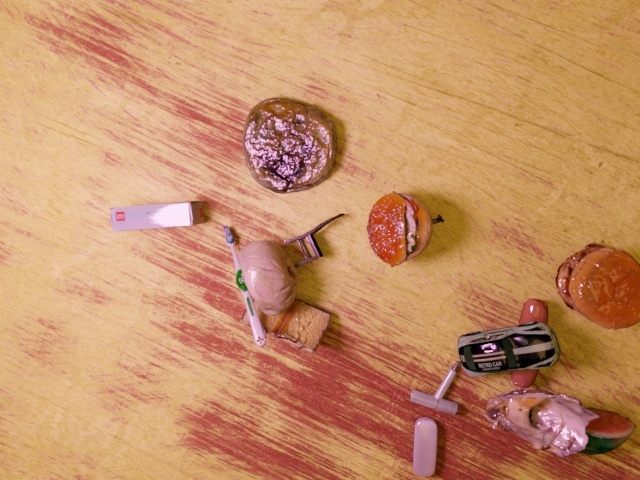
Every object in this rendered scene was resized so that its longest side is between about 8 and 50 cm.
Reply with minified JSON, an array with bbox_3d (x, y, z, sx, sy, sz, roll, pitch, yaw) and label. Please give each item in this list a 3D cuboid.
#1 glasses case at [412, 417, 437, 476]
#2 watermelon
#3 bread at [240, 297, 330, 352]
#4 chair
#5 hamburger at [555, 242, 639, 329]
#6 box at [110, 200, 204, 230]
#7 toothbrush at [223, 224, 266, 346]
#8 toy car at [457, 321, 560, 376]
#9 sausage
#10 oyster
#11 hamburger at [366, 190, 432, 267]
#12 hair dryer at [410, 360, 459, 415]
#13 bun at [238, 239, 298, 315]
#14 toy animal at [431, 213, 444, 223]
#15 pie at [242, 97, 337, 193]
[{"bbox_3d":[0.345,0.682,1.642,0.076,0.049,0.197,1,95,6],"label":"glasses case"},{"bbox_3d":[0.873,0.631,1.569,0.231,0.128,0.146,8,113,3],"label":"watermelon"},{"bbox_3d":[-0.112,0.264,1.616,0.266,0.141,0.178,23,58,7],"label":"bread"},{"bbox_3d":[0.000,0.000,1.597,0.213,0.084,0.101,-24,89,7],"label":"chair"},{"bbox_3d":[0.850,0.135,1.487,0.245,0.163,0.244,1,96,7],"label":"hamburger"},{"bbox_3d":[-0.525,-0.079,1.611,0.270,0.135,0.079,-4,95,6],"label":"box"},{"bbox_3d":[-0.243,0.139,1.579,0.042,0.040,0.417,-18,71,-7],"label":"toothbrush"},{"bbox_3d":[0.553,0.337,1.506,0.306,0.125,0.136,-18,81,36],"label":"toy car"},{"bbox_3d":[0.656,0.322,1.562,0.086,0.086,0.288,7,95,5],"label":"sausage"},{"bbox_3d":[0.680,0.542,1.529,0.271,0.100,0.275,48,115,24],"label":"oyster"},{"bbox_3d":[0.233,-0.038,1.510,0.237,0.148,0.236,-2,87,49],"label":"hamburger"},{"bbox_3d":[0.393,0.463,1.627,0.155,0.044,0.182,16,92,3],"label":"hair dryer"},{"bbox_3d":[-0.151,0.105,1.549,0.153,0.244,0.243,-18,93,0],"label":"bun"},{"bbox_3d":[0.292,-0.016,1.589,0.075,0.041,0.217,45,102,-1],"label":"toy animal"},{"bbox_3d":[-0.104,-0.296,1.586,0.324,0.070,0.322,1,97,6],"label":"pie"}]
